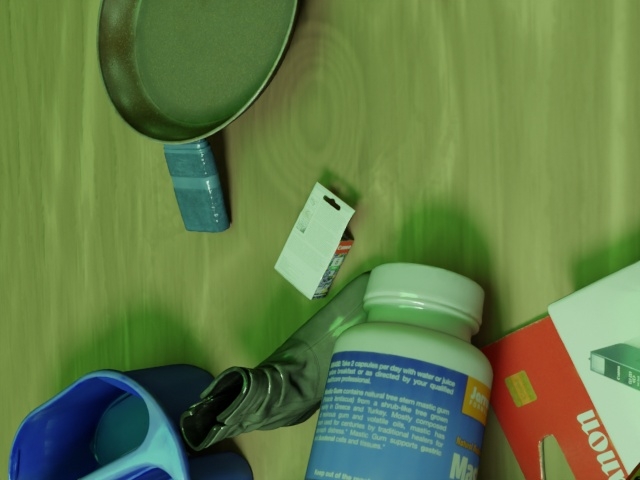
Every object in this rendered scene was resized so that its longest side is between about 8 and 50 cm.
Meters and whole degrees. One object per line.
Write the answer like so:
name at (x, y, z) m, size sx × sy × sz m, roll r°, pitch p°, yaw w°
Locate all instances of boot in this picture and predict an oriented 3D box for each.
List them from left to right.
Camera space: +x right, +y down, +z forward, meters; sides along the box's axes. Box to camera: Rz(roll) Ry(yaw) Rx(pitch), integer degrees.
boot at (-0.030, 0.132, 0.963) m, size 0.246 × 0.161 × 0.083 m, roll -50°, pitch 64°, yaw 29°

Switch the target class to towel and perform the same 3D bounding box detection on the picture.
towel at (-0.143, -0.067, 1.096) m, size 0.067 × 0.029 × 0.119 m, roll 7°, pitch 120°, yaw 34°

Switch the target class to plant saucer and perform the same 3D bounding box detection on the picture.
plant saucer at (-0.135, -0.259, 1.066) m, size 0.310 × 0.050 × 0.310 m, roll -4°, pitch 83°, yaw 36°

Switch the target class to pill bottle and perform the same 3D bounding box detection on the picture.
pill bottle at (0.073, 0.165, 0.851) m, size 0.152 × 0.152 × 0.272 m, roll -1°, pitch 67°, yaw 38°

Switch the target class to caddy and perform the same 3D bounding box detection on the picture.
caddy at (-0.250, 0.289, 1.135) m, size 0.341 × 0.179 × 0.241 m, roll -34°, pitch 74°, yaw 34°

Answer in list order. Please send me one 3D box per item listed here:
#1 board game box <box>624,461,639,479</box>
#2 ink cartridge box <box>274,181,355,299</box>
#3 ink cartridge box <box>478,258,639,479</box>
board game box at (0.421, 0.194, 0.442) m, size 0.356 × 0.356 × 0.356 m, roll -20°, pitch 92°, yaw 42°
ink cartridge box at (0.000, 0.000, 1.015) m, size 0.063 × 0.029 × 0.115 m, roll 39°, pitch 114°, yaw 29°
ink cartridge box at (0.273, 0.183, 0.794) m, size 0.261 × 0.066 × 0.296 m, roll -33°, pitch 73°, yaw 33°
